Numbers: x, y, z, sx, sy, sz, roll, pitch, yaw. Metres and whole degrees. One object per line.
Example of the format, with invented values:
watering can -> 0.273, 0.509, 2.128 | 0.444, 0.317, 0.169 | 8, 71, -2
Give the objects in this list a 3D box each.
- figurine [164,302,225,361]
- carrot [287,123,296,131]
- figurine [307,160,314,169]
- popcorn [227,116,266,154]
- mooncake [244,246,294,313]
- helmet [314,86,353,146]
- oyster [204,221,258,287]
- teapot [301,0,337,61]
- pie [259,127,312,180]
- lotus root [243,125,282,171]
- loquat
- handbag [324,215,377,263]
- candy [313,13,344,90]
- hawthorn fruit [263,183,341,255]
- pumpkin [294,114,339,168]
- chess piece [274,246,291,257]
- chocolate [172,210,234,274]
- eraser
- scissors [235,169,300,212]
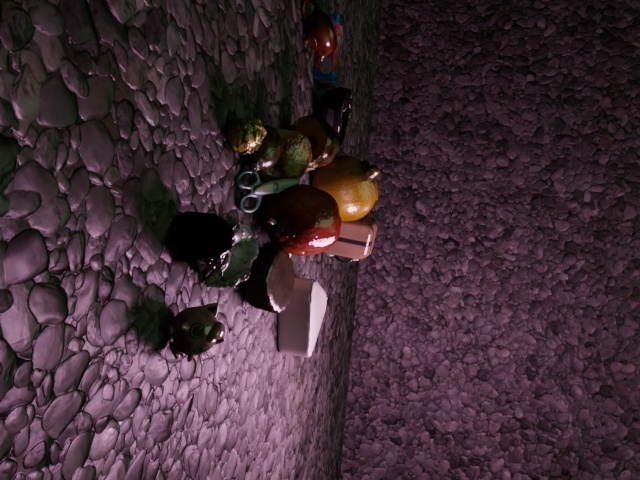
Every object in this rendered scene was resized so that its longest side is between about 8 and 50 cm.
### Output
figurine -> -0.304, 0.223, 1.205 | 0.137, 0.125, 0.125 | -15, 120, -27
carrot -> -0.126, -0.404, 1.905 | 0.216, 0.048, 0.048 | -57, 148, -55
figurine -> -0.103, -0.268, 1.817 | 0.098, 0.146, 0.081 | -64, 155, -53
popcorn -> -0.215, -0.305, 1.439 | 0.121, 0.116, 0.106 | -132, -139, -59
mooncake -> -0.181, 0.131, 1.683 | 0.228, 0.124, 0.229 | 4, 90, -71
helmet -> 0.052, -0.588, 2.318 | 0.230, 0.160, 0.279 | -59, 164, -60
oyster -> -0.245, 0.049, 1.463 | 0.199, 0.087, 0.252 | 50, 37, -57
teapot -> -0.019, -0.878, 2.052 | 0.252, 0.135, 0.178 | 65, -7, -28
pie -> -0.125, -0.293, 1.702 | 0.084, 0.205, 0.179 | 23, -81, 60
lotus root -> -0.181, -0.286, 1.552 | 0.120, 0.120, 0.210 | 80, 16, -44
loquat -> 0.139, -0.260, 2.348 | 0.328, 0.359, 0.329 | 31, 46, -37
handbag -> 0.132, -0.002, 2.535 | 0.149, 0.301, 0.284 | -54, 151, -61
candy -> 0.043, -0.881, 2.318 | 0.157, 0.100, 0.306 | 16, 79, -76
hawthorn fruit -> -0.089, -0.070, 1.751 | 0.307, 0.275, 0.276 | -7, 102, -50
pumpkin -> -0.069, -0.361, 1.926 | 0.190, 0.280, 0.139 | 61, 12, 8
chess piece -> -0.143, 0.054, 1.871 | 0.171, 0.094, 0.094 | -71, 160, -54
chocolate -> -0.299, 0.025, 1.228 | 0.156, 0.156, 0.133 | -70, -173, -47
eraser -> -0.081, 0.279, 2.068 | 0.331, 0.149, 0.332 | 7, 90, -77
scissors -> -0.168, -0.175, 1.619 | 0.289, 0.041, 0.138 | -19, 111, -47
